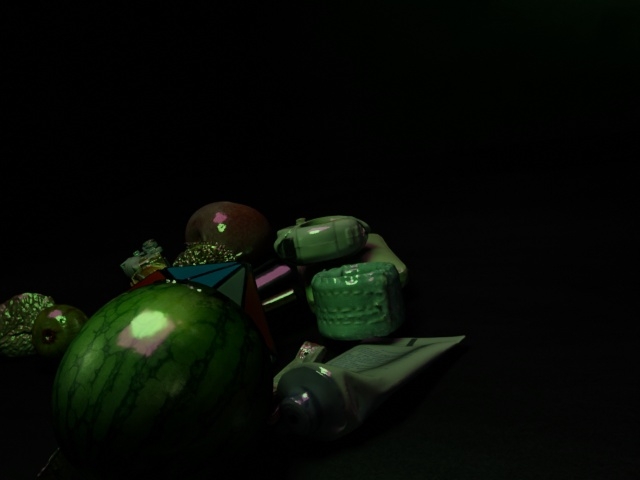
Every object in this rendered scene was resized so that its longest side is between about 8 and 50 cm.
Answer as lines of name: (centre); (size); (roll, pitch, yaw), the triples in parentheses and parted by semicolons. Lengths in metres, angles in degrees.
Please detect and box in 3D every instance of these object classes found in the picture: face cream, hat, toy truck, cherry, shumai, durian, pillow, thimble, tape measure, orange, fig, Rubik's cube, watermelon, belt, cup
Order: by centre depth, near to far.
watermelon: (-0.247, 0.241, 1.191); (0.363, 0.363, 0.363); (-12, 16, 3)
hat: (-0.448, 0.415, 1.267); (0.146, 0.067, 0.146); (-54, 4, 6)
face cream: (0.073, 0.240, 1.371); (0.234, 0.137, 0.420); (-8, 7, 37)
belt: (-0.062, 0.275, 1.416); (0.053, 0.071, 0.232); (-3, 22, 34)
Rubik's cube: (-0.265, 0.198, 1.517); (0.248, 0.250, 0.246); (-8, 16, 25)
thimble: (0.086, 0.128, 1.613); (0.198, 0.143, 0.235); (-12, 7, -19)
cup: (-0.140, 0.132, 1.719); (0.177, 0.166, 0.239); (-25, -20, -26)
tape measure: (0.000, 0.000, 1.785); (0.236, 0.120, 0.197); (-10, 4, 10)
durian: (-0.269, 0.077, 1.824); (0.196, 0.167, 0.196); (-26, 21, 11)
pillow: (0.074, 0.079, 1.888); (0.255, 0.120, 0.322); (-17, 19, -4)
fig: (-0.624, 0.242, 1.917); (0.151, 0.151, 0.259); (-8, -7, 17)
shumai: (-0.796, 0.235, 2.050); (0.206, 0.166, 0.175); (-13, -7, -4)
orange: (-0.464, 0.134, 2.154); (0.160, 0.112, 0.170); (-8, 36, -25)
cherry: (-0.282, -0.012, 2.334); (0.307, 0.221, 0.261); (-2, 9, -36)
toy truck: (-0.571, 0.084, 2.438); (0.140, 0.108, 0.256); (-31, 18, -14)
